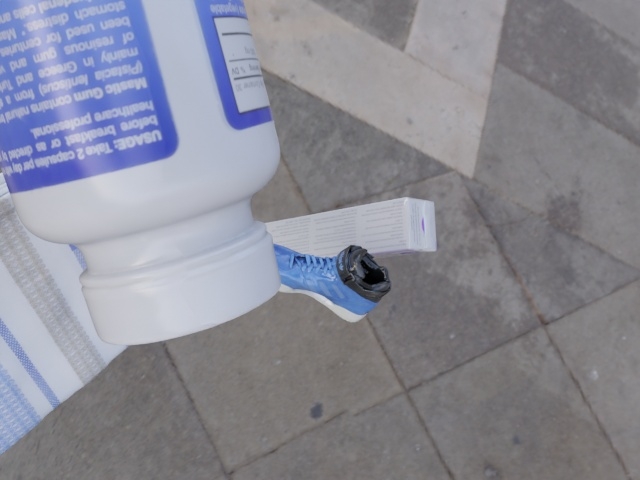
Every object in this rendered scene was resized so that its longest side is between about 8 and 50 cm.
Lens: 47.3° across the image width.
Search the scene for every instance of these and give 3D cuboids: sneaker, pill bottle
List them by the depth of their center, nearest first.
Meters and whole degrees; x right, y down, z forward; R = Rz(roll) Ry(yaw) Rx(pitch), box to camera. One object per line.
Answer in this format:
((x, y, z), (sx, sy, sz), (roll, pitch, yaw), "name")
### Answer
((-0.109, -0.088, 0.406), (0.152, 0.152, 0.272), (-21, 103, -33), "pill bottle")
((0.005, 0.027, 0.779), (0.152, 0.084, 0.058), (30, 41, -16), "sneaker")

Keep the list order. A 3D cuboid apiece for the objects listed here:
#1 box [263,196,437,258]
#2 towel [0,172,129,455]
((0.000, 0.000, 0.968), (0.063, 0.323, 0.067), (5, 79, -49), "box")
((-0.255, 0.070, 0.560), (0.285, 0.034, 0.209), (-40, 131, -28), "towel")
